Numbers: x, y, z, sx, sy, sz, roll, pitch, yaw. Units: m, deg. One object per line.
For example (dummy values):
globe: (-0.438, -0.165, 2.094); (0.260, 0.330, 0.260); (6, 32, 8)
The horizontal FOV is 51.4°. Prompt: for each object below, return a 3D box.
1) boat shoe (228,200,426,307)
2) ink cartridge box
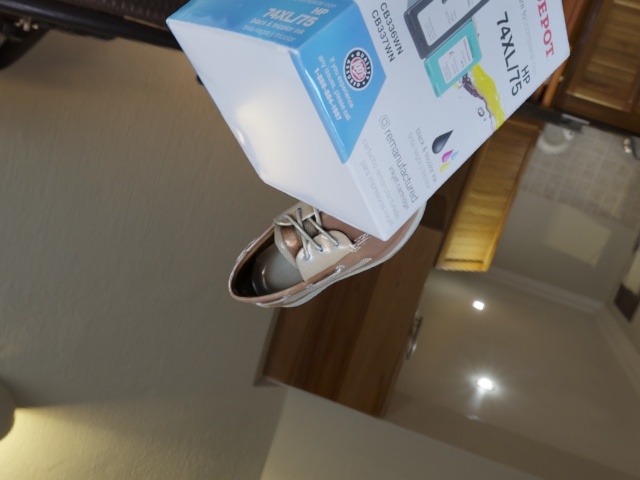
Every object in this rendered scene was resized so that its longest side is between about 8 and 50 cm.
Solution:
boat shoe: (0.000, 0.000, 0.831); (0.116, 0.324, 0.123); (-10, -116, -49)
ink cartridge box: (0.053, -0.183, 0.601); (0.197, 0.270, 0.198); (29, 157, 45)
